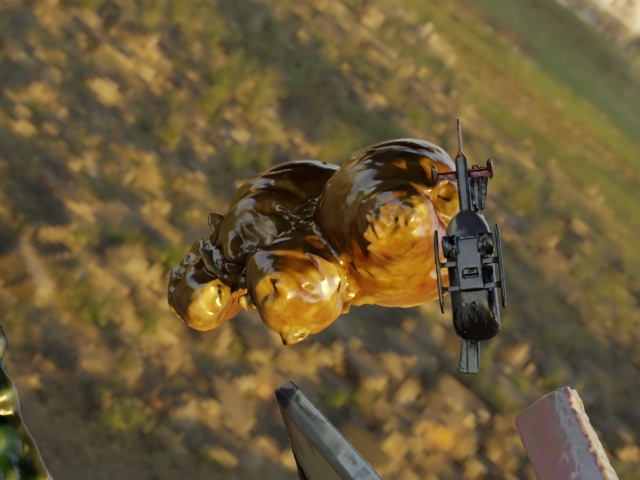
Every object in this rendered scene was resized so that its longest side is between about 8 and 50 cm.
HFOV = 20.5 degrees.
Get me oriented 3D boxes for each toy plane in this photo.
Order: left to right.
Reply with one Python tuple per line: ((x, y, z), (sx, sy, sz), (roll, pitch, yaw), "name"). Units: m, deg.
((0.084, 0.000, 1.002), (0.037, 0.145, 0.060), (-6, -12, 7), "toy plane")

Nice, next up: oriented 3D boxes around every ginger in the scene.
((0.009, -0.003, 1.646), (0.274, 0.152, 0.357), (-17, 6, -38), "ginger")

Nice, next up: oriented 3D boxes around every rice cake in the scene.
((0.241, 0.256, 1.501), (0.056, 0.072, 0.365), (44, 20, -39), "rice cake")

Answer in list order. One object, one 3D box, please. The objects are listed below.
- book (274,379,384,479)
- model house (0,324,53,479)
((0.042, 0.209, 1.171), (0.231, 0.026, 0.157), (43, -24, 52), "book")
((-0.434, 0.147, 1.090), (0.400, 0.445, 0.395), (-20, 8, -38), "model house")
